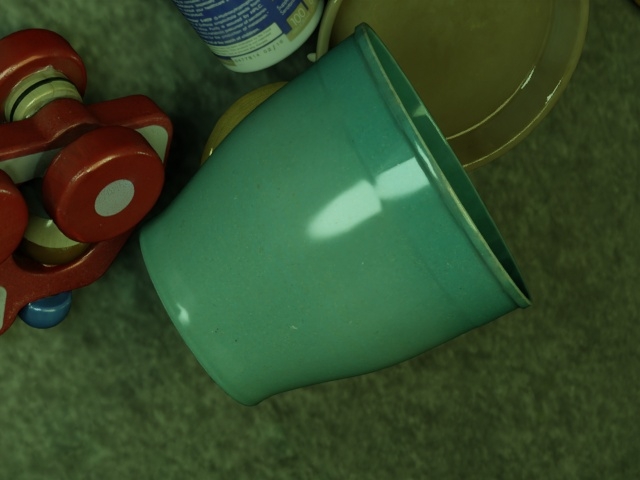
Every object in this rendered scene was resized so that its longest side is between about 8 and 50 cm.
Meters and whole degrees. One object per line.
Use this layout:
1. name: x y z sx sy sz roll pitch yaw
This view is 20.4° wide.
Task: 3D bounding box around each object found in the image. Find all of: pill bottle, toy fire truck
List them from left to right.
1. toy fire truck: -0.270 -0.014 1.450 0.302 0.169 0.254 -17 141 -34
2. pill bottle: -0.088 -0.244 1.527 0.112 0.112 0.187 -50 128 -14

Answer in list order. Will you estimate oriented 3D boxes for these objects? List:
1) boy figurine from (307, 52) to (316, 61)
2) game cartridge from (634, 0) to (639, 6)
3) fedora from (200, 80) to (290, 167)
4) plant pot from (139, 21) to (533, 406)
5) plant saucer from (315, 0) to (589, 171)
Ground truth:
1. boy figurine: 0.063 -0.198 1.673 0.177 0.092 0.285 -38 122 -26
2. game cartridge: 0.424 -0.364 1.926 0.323 0.052 0.285 37 81 -41
3. fedora: -0.040 -0.057 1.646 0.194 0.079 0.194 -8 105 -30
4. plant pot: 0.000 0.000 1.490 0.255 0.272 0.272 -31 126 9
5. plant saucer: 0.116 -0.186 1.610 0.277 0.041 0.278 -13 123 -21
